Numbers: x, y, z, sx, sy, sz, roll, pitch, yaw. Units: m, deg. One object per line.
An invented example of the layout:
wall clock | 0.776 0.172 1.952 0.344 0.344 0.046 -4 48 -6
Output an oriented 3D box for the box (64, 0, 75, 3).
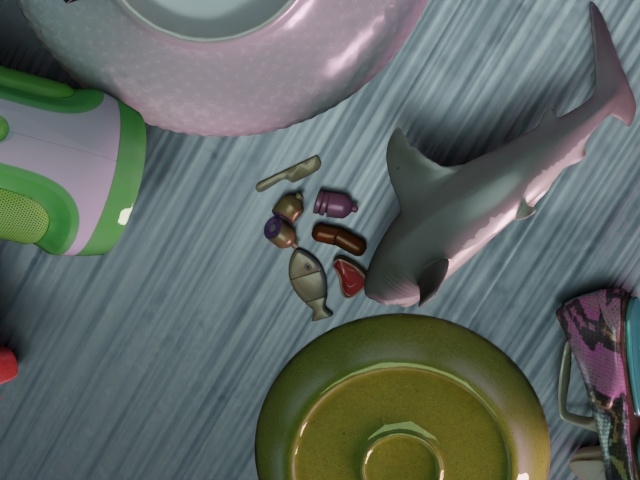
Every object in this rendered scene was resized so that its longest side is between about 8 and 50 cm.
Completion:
box | -0.164 -0.292 1.181 0.175 0.051 0.220 -37 91 31

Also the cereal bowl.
cereal bowl | -0.076 -0.231 1.300 0.339 0.141 0.339 1 107 4

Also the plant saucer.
plant saucer | 0.065 0.178 1.470 0.241 0.037 0.241 1 108 4

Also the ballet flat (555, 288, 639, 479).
ballet flat | 0.229 0.145 1.437 0.079 0.077 0.221 -8 102 25

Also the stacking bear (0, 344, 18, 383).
stacking bear | -0.335 -0.018 1.382 0.164 0.175 0.289 -6 97 -1

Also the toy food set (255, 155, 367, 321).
toy food set | 0.000 0.000 1.428 0.078 0.019 0.122 -25 104 11

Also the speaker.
speaker | -0.277 -0.075 1.262 0.296 0.131 0.131 15 109 -22

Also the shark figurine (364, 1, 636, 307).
shark figurine | 0.113 -0.055 1.335 0.278 0.166 0.116 -42 90 13
